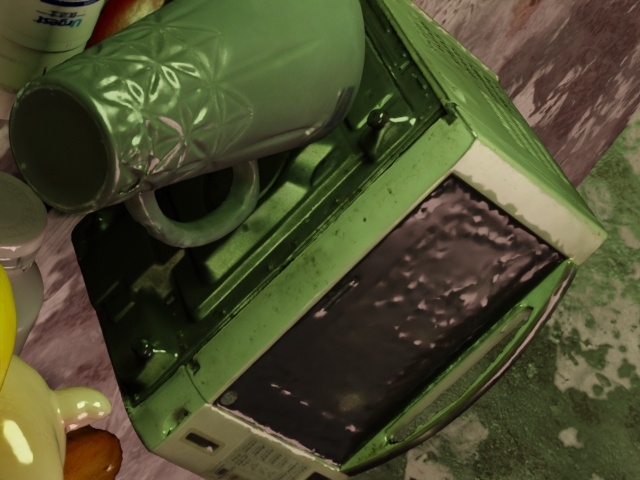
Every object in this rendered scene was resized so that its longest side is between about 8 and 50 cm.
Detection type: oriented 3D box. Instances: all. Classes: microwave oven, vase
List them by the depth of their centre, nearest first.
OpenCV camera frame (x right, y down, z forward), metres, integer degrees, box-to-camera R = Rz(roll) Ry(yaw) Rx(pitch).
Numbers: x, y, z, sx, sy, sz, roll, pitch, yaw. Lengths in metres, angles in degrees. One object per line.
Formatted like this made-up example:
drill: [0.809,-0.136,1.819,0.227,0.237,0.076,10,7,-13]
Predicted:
vase: [-0.103,-0.102,1.402,0.301,0.156,0.251,-30,131,-51]
microwave oven: [0.000,0.000,1.642,0.394,0.333,0.247,-44,129,14]

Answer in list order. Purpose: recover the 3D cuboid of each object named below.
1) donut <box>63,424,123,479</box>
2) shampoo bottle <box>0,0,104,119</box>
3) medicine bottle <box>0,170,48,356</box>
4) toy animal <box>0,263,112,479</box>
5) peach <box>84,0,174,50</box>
donut: [-0.361,0.289,2.005,0.303,0.110,0.303,-41,163,-16]
shampoo bottle: [-0.191,-0.206,1.318,0.092,0.092,0.303,-32,158,-45]
medicine bottle: [-0.295,0.048,1.468,0.135,0.135,0.215,-29,154,-50]
toy animal: [-0.329,0.188,1.340,0.345,0.277,0.247,-21,140,13]
peach: [-0.152,-0.159,1.578,0.189,0.068,0.279,-40,162,-55]
